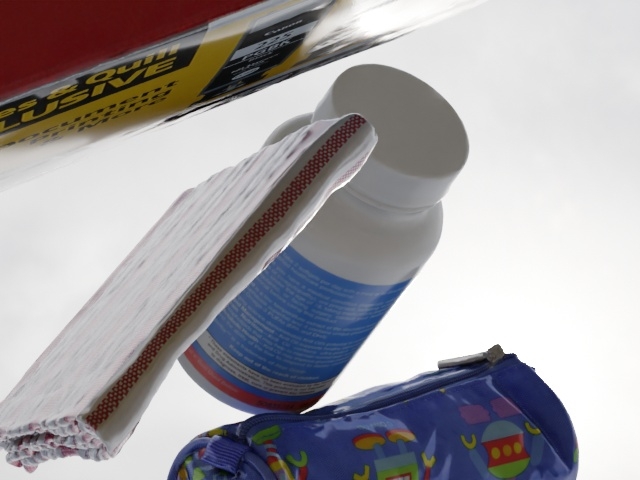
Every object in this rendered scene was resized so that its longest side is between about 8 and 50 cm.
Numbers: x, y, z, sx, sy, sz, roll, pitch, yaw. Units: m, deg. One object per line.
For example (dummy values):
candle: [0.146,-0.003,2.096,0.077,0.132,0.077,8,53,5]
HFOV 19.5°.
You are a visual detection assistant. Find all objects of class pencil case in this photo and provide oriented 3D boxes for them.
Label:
pencil case: [0.041,0.151,1.221,0.306,0.133,0.119,-11,-166,-42]

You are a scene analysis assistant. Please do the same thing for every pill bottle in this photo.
pill bottle: [0.000,0.000,1.143,0.124,0.221,0.124,18,-136,-19]

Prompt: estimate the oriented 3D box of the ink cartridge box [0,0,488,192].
ink cartridge box: [-0.013,-0.123,0.531,0.309,0.272,0.130,-23,-91,-14]

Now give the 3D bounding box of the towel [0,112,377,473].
towel: [-0.056,0.025,0.684,0.029,0.197,0.144,43,-109,-11]
